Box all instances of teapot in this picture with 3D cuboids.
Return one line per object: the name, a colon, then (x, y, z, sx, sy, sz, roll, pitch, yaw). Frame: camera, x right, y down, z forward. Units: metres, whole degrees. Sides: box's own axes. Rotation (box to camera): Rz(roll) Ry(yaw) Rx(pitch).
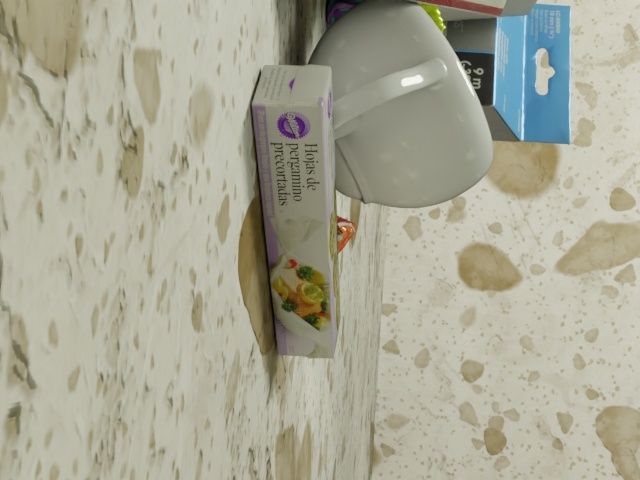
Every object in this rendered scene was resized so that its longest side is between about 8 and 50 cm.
teapot: (0.056, -0.130, 1.080, 0.252, 0.187, 0.256, 58, -4, 47)

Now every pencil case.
pencil case: (0.047, -0.343, 1.330, 0.070, 0.064, 0.151, 55, 36, -51)

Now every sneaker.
sneaker: (0.000, 0.000, 1.201, 0.175, 0.064, 0.067, -37, 150, -74)

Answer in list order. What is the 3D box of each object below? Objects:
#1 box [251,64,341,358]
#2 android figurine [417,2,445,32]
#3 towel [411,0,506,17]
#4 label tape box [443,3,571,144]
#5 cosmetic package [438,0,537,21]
box: (-0.018, -0.015, 0.962, 0.067, 0.063, 0.324, -80, 171, -48)
android figurine: (0.075, -0.359, 1.120, 0.248, 0.056, 0.273, -121, -174, -71)
towel: (0.155, -0.388, 0.961, 0.037, 0.237, 0.329, 43, -58, 42)
label tape box: (0.185, -0.267, 1.387, 0.106, 0.334, 0.240, 77, 17, -66)
cosmetic package: (0.170, -0.485, 1.307, 0.155, 0.197, 0.365, 112, -30, -68)
